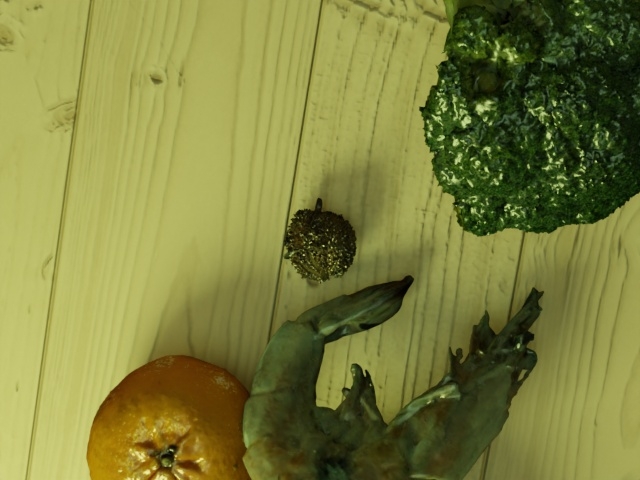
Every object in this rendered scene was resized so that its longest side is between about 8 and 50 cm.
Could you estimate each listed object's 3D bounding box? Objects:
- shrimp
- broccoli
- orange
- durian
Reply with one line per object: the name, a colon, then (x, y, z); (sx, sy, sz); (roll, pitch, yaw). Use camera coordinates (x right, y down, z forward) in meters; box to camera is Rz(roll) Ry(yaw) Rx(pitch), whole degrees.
shrimp: (0.078, 0.144, 1.450); (0.360, 0.085, 0.247); (-35, 67, -11)
broccoli: (0.222, -0.157, 1.351); (0.304, 0.321, 0.283); (-31, 60, 1)
orange: (-0.153, 0.218, 1.494); (0.193, 0.161, 0.193); (1, 92, 17)
durian: (0.000, 0.000, 1.489); (0.080, 0.080, 0.091); (2, 84, 9)
